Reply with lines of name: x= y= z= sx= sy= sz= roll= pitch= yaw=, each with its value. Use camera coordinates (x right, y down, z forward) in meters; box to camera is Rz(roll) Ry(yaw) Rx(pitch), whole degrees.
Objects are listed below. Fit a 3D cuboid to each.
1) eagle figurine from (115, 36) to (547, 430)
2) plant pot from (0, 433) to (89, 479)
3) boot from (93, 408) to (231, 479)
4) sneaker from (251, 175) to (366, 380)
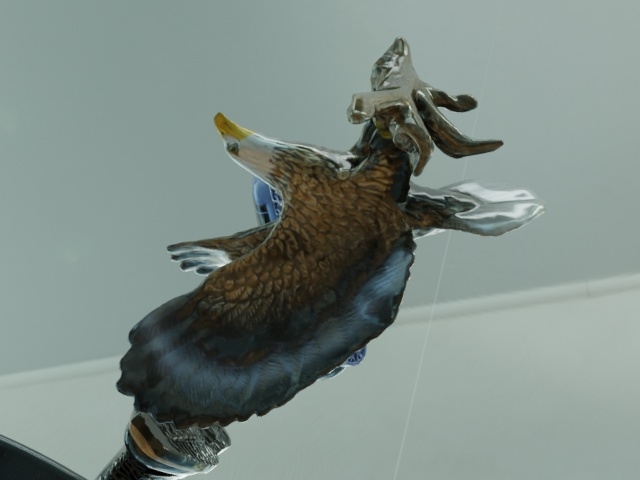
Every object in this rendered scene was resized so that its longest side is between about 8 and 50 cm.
eagle figurine: x=-0.007 y=-0.007 z=0.802 sx=0.225 sy=0.226 sz=0.298 roll=52 pitch=-57 yaw=35
plant pot: x=-0.296 y=0.304 z=1.027 sx=0.167 sy=0.187 sz=0.188 roll=9 pitch=-33 yaw=11
boot: x=-0.156 y=0.197 z=0.890 sx=0.137 sy=0.198 sz=0.077 roll=-36 pitch=-105 yaw=1
sneaker: x=-0.034 y=0.036 z=1.106 sx=0.090 sy=0.081 sz=0.232 roll=-26 pitch=-100 yaw=36
